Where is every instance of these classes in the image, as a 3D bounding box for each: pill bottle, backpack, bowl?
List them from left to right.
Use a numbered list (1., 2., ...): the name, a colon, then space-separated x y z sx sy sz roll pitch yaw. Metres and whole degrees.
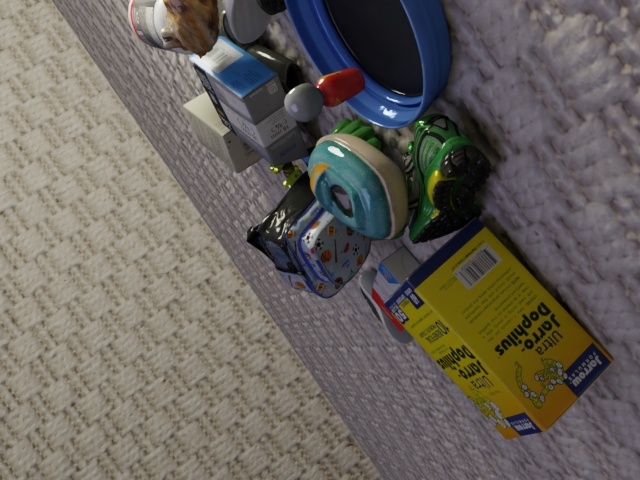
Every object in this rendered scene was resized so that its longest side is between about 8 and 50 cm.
1. pill bottle: -0.352 -0.561 1.900 0.318 0.176 0.176 29 149 54
2. backpack: 0.000 0.000 1.810 0.213 0.276 0.263 24 149 36
3. bowl: 0.073 -0.378 1.297 0.391 0.077 0.391 48 161 22

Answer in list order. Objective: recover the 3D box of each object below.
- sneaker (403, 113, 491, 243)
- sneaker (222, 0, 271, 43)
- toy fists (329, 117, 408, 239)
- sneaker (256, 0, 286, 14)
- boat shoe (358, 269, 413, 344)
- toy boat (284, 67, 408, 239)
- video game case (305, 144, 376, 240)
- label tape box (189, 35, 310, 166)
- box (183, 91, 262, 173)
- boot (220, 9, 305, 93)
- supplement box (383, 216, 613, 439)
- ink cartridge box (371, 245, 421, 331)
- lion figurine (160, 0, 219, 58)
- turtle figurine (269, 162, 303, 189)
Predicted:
1. sneaker: 0.218 -0.107 1.383 0.343 0.134 0.146 94 154 -62
2. sneaker: -0.187 -0.574 1.597 0.169 0.108 0.292 52 159 30
3. toy fists: 0.102 -0.135 1.582 0.142 0.096 0.279 99 148 -56
4. sneaker: -0.105 -0.565 1.409 0.130 0.109 0.286 47 153 42
5. boat shoe: 0.176 0.186 2.066 0.228 0.080 0.076 52 168 11
6. toy boat: 0.033 -0.151 1.382 0.267 0.148 0.318 35 146 53
7. video game case: 0.070 -0.119 1.848 0.275 0.035 0.248 58 163 -9
8. label tape box: -0.156 -0.296 1.822 0.240 0.106 0.333 41 165 38
9. box: -0.272 -0.325 2.206 0.232 0.127 0.148 40 158 40
10. boot: -0.131 -0.431 1.737 0.208 0.076 0.189 47 175 42
11. supplement box: 0.321 0.169 1.421 0.356 0.195 0.194 48 162 9
12. ink cartridge box: 0.204 0.127 1.878 0.134 0.078 0.231 50 162 18
13. lion figurine: -0.300 -0.613 1.664 0.240 0.142 0.392 41 -135 -56
14. turtle figurine: -0.037 -0.132 1.993 0.269 0.087 0.217 65 -168 27
